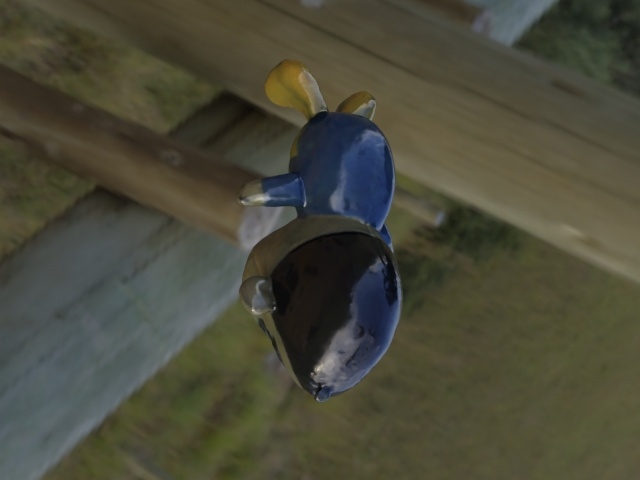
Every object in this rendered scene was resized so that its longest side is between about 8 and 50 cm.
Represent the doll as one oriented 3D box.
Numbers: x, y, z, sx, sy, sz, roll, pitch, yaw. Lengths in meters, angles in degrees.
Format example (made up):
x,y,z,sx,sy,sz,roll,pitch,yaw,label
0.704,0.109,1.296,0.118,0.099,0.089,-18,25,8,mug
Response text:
x,y,z,sx,sy,sz,roll,pitch,yaw,label
0.000,0.000,0.770,0.102,0.179,0.089,22,142,-33,doll
